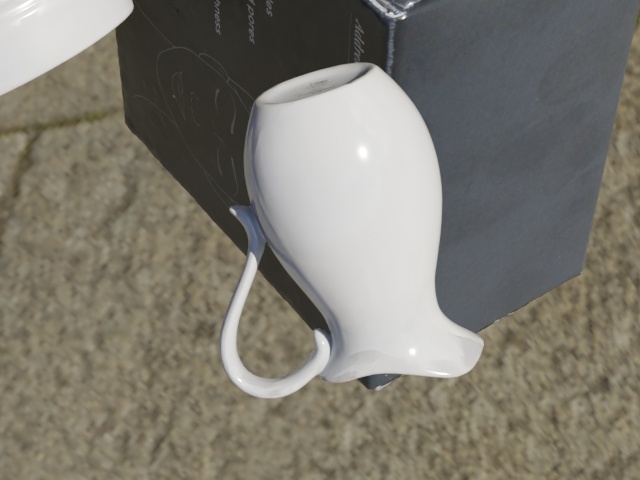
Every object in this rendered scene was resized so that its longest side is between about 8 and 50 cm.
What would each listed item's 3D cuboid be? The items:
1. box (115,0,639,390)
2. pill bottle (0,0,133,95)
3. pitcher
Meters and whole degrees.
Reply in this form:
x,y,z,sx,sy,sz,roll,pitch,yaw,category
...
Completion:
x,y,z,sx,sy,sz,roll,pitch,yaw,category
0.029,-0.205,1.462,0.297,0.480,0.472,-26,53,-23,box
-0.109,-0.112,0.378,0.086,0.152,0.086,-24,20,9,pill bottle
0.000,0.000,1.000,0.177,0.207,0.125,-15,17,3,pitcher
